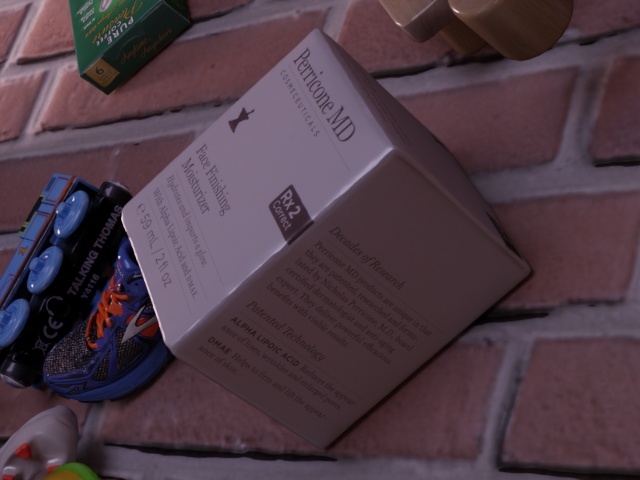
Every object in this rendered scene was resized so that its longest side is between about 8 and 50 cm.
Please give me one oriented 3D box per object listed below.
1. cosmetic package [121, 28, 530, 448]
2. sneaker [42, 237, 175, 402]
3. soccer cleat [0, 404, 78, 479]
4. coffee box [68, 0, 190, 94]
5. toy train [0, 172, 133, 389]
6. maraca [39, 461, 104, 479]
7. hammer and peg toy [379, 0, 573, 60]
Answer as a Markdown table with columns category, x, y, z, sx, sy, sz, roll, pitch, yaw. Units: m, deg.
| category | x | y | z | sx | sy | sz | roll | pitch | yaw |
| --- | --- | --- | --- | --- | --- | --- | --- | --- | --- |
| cosmetic package | 0.000 | 0.000 | 0.963 | 0.184 | 0.151 | 0.151 | -43 | 39 | 12 |
| sneaker | -0.129 | 0.036 | 1.122 | 0.221 | 0.087 | 0.083 | -40 | 38 | 16 |
| soccer cleat | -0.243 | 0.203 | 1.134 | 0.196 | 0.068 | 0.076 | -47 | 8 | 17 |
| coffee box | -0.185 | -0.230 | 1.433 | 0.113 | 0.040 | 0.184 | -39 | 39 | 17 |
| toy train | -0.213 | 0.032 | 1.226 | 0.105 | 0.080 | 0.184 | 10 | 70 | 59 |
| maraca | -0.176 | 0.234 | 1.007 | 0.127 | 0.099 | 0.185 | 51 | 125 | 48 |
| hammer and peg toy | 0.138 | -0.259 | 1.053 | 0.266 | 0.127 | 0.361 | -42 | 38 | 10 |
